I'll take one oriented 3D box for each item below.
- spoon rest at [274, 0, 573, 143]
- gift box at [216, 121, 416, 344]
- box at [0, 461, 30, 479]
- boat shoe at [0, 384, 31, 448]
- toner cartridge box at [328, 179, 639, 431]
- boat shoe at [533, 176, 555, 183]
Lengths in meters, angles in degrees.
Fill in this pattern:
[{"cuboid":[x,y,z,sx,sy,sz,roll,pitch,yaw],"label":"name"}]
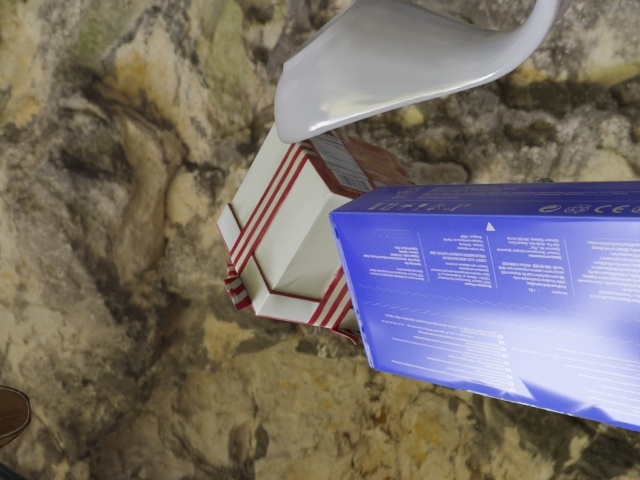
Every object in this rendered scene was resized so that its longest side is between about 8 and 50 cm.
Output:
[{"cuboid":[0.057,-0.124,0.471,0.084,0.276,0.137,47,-115,-13],"label":"spoon rest"},{"cuboid":[0.000,0.000,1.137,0.255,0.258,0.276,16,-150,-30],"label":"gift box"},{"cuboid":[-0.256,0.225,0.433,0.270,0.060,0.216,14,-142,35],"label":"box"},{"cuboid":[-0.504,0.233,0.987,0.120,0.324,0.122,-23,-107,21],"label":"boat shoe"},{"cuboid":[0.166,0.042,0.585,0.075,0.165,0.348,-30,-158,-37],"label":"toner cartridge box"},{"cuboid":[0.307,0.077,1.021,0.132,0.130,0.355,37,-140,-30],"label":"boat shoe"}]
